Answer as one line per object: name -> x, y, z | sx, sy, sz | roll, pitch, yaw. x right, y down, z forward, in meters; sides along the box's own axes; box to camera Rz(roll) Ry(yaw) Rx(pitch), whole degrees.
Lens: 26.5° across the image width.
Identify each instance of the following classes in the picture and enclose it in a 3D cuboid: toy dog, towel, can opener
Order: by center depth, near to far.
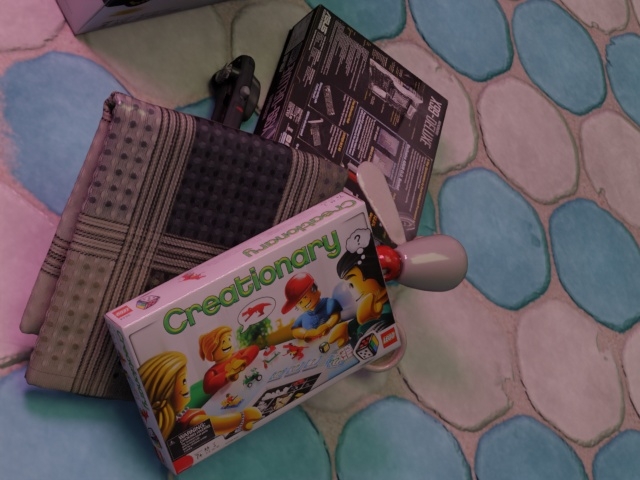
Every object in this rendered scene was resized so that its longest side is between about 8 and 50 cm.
towel -> -0.145, 0.030, 1.466 | 0.312, 0.056, 0.324 | 15, 98, -36
toy dog -> 0.000, 0.000, 1.660 | 0.334, 0.220, 0.161 | 29, 15, -33
can opener -> -0.114, -0.159, 1.717 | 0.073, 0.059, 0.186 | 33, 48, -23

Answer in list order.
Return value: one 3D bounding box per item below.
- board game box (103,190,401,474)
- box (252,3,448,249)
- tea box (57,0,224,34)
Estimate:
board game box -> -0.065, 0.097, 1.475 | 0.305, 0.053, 0.193 | -28, 120, -22
box -> 0.038, -0.135, 1.822 | 0.242, 0.076, 0.307 | 34, 49, -22
tea box -> -0.147, -0.442, 1.658 | 0.329, 0.323, 0.220 | -24, 86, -46
